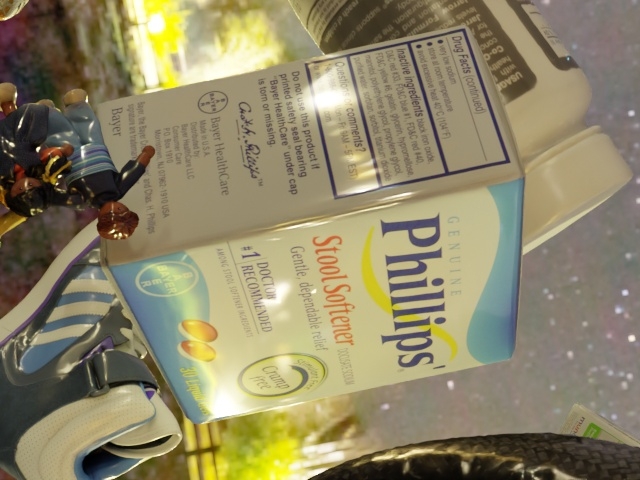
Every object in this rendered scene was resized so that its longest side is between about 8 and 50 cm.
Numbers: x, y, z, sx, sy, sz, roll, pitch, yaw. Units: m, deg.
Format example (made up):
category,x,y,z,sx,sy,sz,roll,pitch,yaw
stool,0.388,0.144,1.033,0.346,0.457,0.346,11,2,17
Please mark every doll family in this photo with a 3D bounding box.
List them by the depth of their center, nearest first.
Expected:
category,x,y,z,sx,sy,sz,roll,pitch,yaw
doll family,-0.197,-0.029,0.669,0.111,0.193,0.076,57,-7,31

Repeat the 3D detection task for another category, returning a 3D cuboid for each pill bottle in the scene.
category,x,y,z,sx,sy,sz,roll,pitch,yaw
pill bottle,0.140,-0.164,1.093,0.361,0.204,0.204,57,-8,10

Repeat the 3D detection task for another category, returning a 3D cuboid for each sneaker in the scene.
category,x,y,z,sx,sy,sz,roll,pitch,yaw
sneaker,-0.284,-0.247,1.024,0.032,0.083,0.037,40,10,-4
sneaker,-0.196,0.119,1.100,0.236,0.323,0.130,29,-30,28

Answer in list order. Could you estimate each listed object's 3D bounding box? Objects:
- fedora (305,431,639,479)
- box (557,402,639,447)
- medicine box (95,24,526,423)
category,x,y,z,sx,sy,sz,roll,pitch,yaw
fedora,0.055,0.224,0.307,0.152,0.334,0.334,55,13,-38
box,0.316,0.347,1.161,0.262,0.126,0.231,-61,-152,0
medicine box,0.000,0.000,0.849,0.263,0.289,0.149,77,1,-55
